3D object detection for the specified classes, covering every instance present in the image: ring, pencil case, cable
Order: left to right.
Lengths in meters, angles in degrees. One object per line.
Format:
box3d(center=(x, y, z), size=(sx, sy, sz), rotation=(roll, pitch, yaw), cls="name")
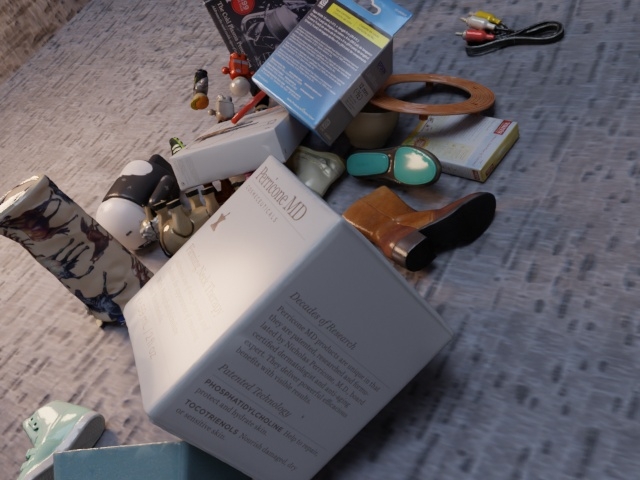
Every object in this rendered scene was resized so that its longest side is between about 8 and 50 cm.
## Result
box3d(center=(-0.577, 0.027, 1.489), size=(0.183, 0.410, 0.160), rotation=(-50, 36, -17), cls="pencil case")
box3d(center=(0.270, -0.365, 1.626), size=(0.337, 0.032, 0.336), rotation=(1, 29, -1), cls="ring")
box3d(center=(0.509, -0.571, 1.762), size=(0.287, 0.072, 0.139), rotation=(16, 63, 36), cls="cable")

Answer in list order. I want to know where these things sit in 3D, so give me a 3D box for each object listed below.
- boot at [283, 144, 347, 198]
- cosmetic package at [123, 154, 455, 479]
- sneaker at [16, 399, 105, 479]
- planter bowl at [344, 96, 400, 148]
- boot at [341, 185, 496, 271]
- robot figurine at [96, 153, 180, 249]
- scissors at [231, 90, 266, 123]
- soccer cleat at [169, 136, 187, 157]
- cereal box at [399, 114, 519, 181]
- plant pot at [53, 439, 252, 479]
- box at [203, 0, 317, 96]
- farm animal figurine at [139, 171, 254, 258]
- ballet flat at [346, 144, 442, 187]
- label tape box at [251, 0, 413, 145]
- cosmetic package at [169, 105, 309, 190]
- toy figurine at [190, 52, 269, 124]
box3d(center=(-0.056, -0.159, 1.651), size=(0.213, 0.077, 0.165), rotation=(14, 59, 36), cls="boot")
box3d(center=(-0.066, 0.136, 1.095), size=(0.393, 0.327, 0.329), rotation=(-46, 32, 2), cls="cosmetic package")
box3d(center=(-0.579, 0.444, 1.318), size=(0.151, 0.094, 0.256), rotation=(13, 46, 28), cls="sneaker")
box3d(center=(0.124, -0.301, 1.650), size=(0.162, 0.109, 0.162), rotation=(0, 29, 0), cls="planter bowl")
box3d(center=(0.215, -0.059, 1.436), size=(0.264, 0.096, 0.280), rotation=(-39, 33, -7), cls="boot")
box3d(center=(-0.488, -0.103, 1.748), size=(0.174, 0.209, 0.278), rotation=(18, 53, 3), cls="robot figurine")
box3d(center=(-0.123, -0.413, 1.699), size=(0.297, 0.021, 0.109), rotation=(-39, 10, 13), cls="scissors")
box3d(center=(-0.430, -0.259, 1.950), size=(0.072, 0.060, 0.179), rotation=(-46, 45, 0), cls="soccer cleat")
box3d(center=(0.330, -0.236, 1.547), size=(0.240, 0.047, 0.173), rotation=(23, 62, 39), cls="cereal box")
box3d(center=(-0.261, 0.467, 1.038), size=(0.247, 0.248, 0.252), rotation=(-11, 68, 17), cls="plant pot")
box3d(center=(-0.161, -0.691, 2.015), size=(0.313, 0.343, 0.179), rotation=(-26, 41, 3), cls="box")
box3d(center=(-0.243, -0.046, 1.536), size=(0.327, 0.172, 0.330), rotation=(-23, 14, -24), cls="farm animal figurine")
box3d(center=(0.189, -0.180, 1.521), size=(0.096, 0.095, 0.280), rotation=(-3, 13, -44), cls="ballet flat")
box3d(center=(0.038, -0.442, 1.563), size=(0.347, 0.115, 0.249), rotation=(-48, 61, 2), cls="label tape box")
box3d(center=(-0.195, -0.263, 1.704), size=(0.285, 0.097, 0.377), rotation=(-11, 20, 14), cls="cosmetic package")
box3d(center=(-0.265, -0.427, 1.919), size=(0.210, 0.213, 0.148), rotation=(-17, 60, 17), cls="toy figurine")
